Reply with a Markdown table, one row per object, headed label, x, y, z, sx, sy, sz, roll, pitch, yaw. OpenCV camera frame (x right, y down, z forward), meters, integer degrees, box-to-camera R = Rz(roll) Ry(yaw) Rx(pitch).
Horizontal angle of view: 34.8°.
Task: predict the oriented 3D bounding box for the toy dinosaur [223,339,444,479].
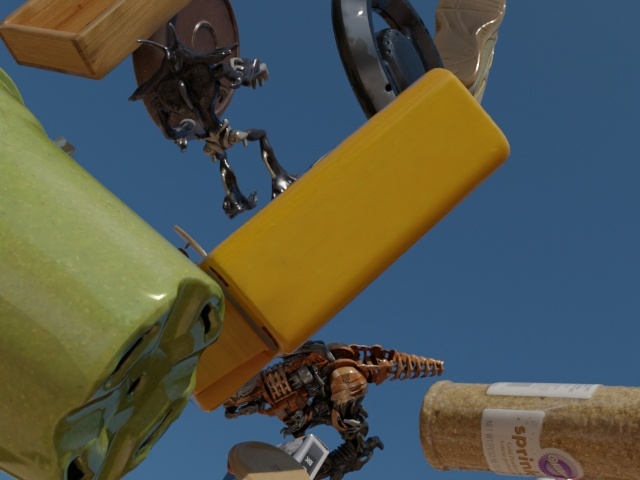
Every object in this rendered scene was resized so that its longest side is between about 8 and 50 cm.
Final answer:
| label | x | y | z | sx | sy | sz | roll | pitch | yaw |
| --- | --- | --- | --- | --- | --- | --- | --- | --- | --- |
| toy dinosaur | 0.020 | 0.230 | 1.509 | 0.322 | 0.164 | 0.218 | 2 | -54 | 7 |

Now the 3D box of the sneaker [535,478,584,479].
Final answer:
| label | x | y | z | sx | sy | sz | roll | pitch | yaw |
| --- | --- | --- | --- | --- | --- | --- | --- | --- | --- |
| sneaker | 0.449 | 0.427 | 1.599 | 0.221 | 0.128 | 0.087 | 49 | -30 | 11 |

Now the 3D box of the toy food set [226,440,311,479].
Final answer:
| label | x | y | z | sx | sy | sz | roll | pitch | yaw |
| --- | --- | --- | --- | --- | --- | --- | --- | --- | --- |
| toy food set | -0.041 | 0.199 | 0.858 | 0.083 | 0.082 | 0.020 | 33 | -73 | 14 |

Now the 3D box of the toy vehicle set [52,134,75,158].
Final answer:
| label | x | y | z | sx | sy | sz | roll | pitch | yaw |
| --- | --- | --- | --- | --- | --- | --- | --- | --- | --- |
| toy vehicle set | -0.509 | -0.046 | 1.626 | 0.035 | 0.267 | 0.166 | 42 | -41 | 4 |

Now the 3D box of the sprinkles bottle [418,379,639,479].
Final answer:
| label | x | y | z | sx | sy | sz | roll | pitch | yaw |
| --- | --- | --- | --- | --- | --- | --- | --- | --- | --- |
| sprinkles bottle | 0.299 | 0.232 | 1.244 | 0.355 | 0.121 | 0.121 | -4 | -49 | 35 |

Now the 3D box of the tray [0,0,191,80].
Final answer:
| label | x | y | z | sx | sy | sz | roll | pitch | yaw |
| --- | --- | --- | --- | --- | --- | --- | --- | --- | --- |
| tray | -0.251 | -0.389 | 1.480 | 0.203 | 0.411 | 0.076 | 16 | -37 | 41 |

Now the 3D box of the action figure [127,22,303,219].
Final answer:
| label | x | y | z | sx | sy | sz | roll | pitch | yaw |
| --- | --- | --- | --- | --- | --- | --- | --- | --- | --- |
| action figure | -0.138 | -0.164 | 1.329 | 0.164 | 0.141 | 0.275 | -25 | -66 | 11 |

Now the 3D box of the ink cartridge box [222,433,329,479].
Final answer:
| label | x | y | z | sx | sy | sz | roll | pitch | yaw |
| --- | --- | --- | --- | --- | --- | --- | --- | --- | --- |
| ink cartridge box | -0.102 | 0.363 | 1.354 | 0.045 | 0.208 | 0.206 | 44 | -38 | -13 |

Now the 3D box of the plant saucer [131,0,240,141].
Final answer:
| label | x | y | z | sx | sy | sz | roll | pitch | yaw |
| --- | --- | --- | --- | --- | --- | --- | --- | --- | --- |
| plant saucer | -0.209 | -0.319 | 1.698 | 0.050 | 0.310 | 0.310 | 4 | -46 | 23 |

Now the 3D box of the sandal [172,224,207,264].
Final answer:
| label | x | y | z | sx | sy | sz | roll | pitch | yaw |
| --- | --- | --- | --- | --- | --- | --- | --- | --- | --- |
| sandal | -0.217 | 0.070 | 1.882 | 0.240 | 0.079 | 0.088 | 40 | -10 | 21 |

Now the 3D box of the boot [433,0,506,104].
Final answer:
| label | x | y | z | sx | sy | sz | roll | pitch | yaw |
| --- | --- | --- | --- | --- | --- | --- | --- | --- | --- |
| boot | 0.201 | -0.234 | 1.492 | 0.095 | 0.262 | 0.203 | 11 | -40 | 8 |

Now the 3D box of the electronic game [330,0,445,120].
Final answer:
| label | x | y | z | sx | sy | sz | roll | pitch | yaw |
| --- | --- | --- | --- | --- | --- | --- | --- | --- | --- |
| electronic game | 0.079 | -0.177 | 1.068 | 0.048 | 0.229 | 0.229 | -22 | -58 | 27 |

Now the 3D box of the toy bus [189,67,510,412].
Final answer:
| label | x | y | z | sx | sy | sz | roll | pitch | yaw |
| --- | --- | --- | --- | --- | --- | --- | --- | --- | --- |
| toy bus | 0.000 | 0.000 | 0.870 | 0.108 | 0.333 | 0.130 | 51 | -18 | -4 |

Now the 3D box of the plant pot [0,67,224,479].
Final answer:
| label | x | y | z | sx | sy | sz | roll | pitch | yaw |
| --- | --- | --- | --- | --- | --- | --- | --- | --- | --- |
| plant pot | -0.218 | 0.043 | 0.723 | 0.254 | 0.276 | 0.276 | 32 | -40 | 15 |
